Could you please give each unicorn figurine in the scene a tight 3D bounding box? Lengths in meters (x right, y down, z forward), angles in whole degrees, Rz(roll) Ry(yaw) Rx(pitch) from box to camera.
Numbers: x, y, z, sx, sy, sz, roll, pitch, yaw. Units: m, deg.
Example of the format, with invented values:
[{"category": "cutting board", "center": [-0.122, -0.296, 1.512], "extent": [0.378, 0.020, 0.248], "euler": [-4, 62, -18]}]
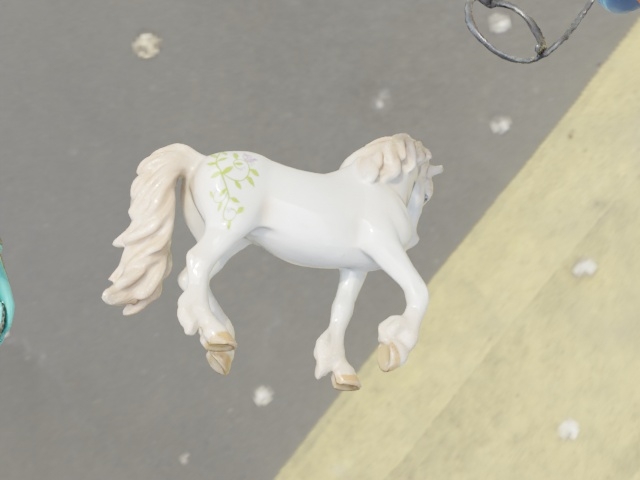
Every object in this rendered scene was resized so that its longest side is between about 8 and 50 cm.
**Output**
[{"category": "unicorn figurine", "center": [0.000, 0.000, 0.585], "extent": [0.060, 0.162, 0.111], "euler": [-26, 54, 45]}]

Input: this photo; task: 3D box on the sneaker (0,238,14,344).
[{"category": "sneaker", "center": [-0.202, 0.048, 0.846], "extent": [0.076, 0.065, 0.166], "euler": [35, 134, 44]}]

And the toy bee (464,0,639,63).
[{"category": "toy bee", "center": [0.258, -0.181, 1.006], "extent": [0.195, 0.298, 0.162], "euler": [43, 126, 11]}]
